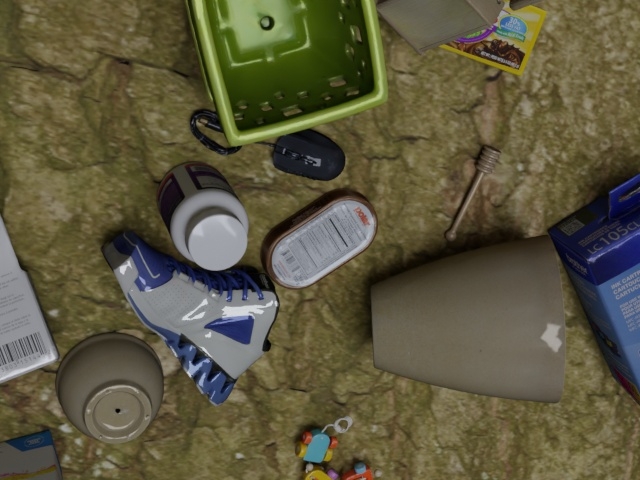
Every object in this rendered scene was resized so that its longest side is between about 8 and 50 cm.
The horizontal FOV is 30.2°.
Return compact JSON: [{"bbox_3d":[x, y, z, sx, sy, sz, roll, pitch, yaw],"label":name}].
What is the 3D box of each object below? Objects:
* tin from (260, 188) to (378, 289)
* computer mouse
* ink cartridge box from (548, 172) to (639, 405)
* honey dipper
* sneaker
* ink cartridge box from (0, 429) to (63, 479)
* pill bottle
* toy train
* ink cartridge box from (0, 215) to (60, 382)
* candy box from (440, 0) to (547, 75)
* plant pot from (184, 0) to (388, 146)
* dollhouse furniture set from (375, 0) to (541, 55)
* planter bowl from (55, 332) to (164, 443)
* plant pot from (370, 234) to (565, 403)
[{"bbox_3d":[0.000,0.000,1.784,0.190,0.040,0.106,-34,121,-2],"label":"tin"},{"bbox_3d":[-0.072,-0.136,1.704,0.242,0.041,0.071,13,107,-20],"label":"computer mouse"},{"bbox_3d":[0.549,0.045,1.909,0.270,0.151,0.395,-31,115,-4],"label":"ink cartridge box"},{"bbox_3d":[0.234,-0.070,1.832,0.030,0.030,0.160,16,108,-22],"label":"honey dipper"},{"bbox_3d":[-0.168,0.080,1.725,0.182,0.127,0.315,-37,123,-4],"label":"sneaker"},{"bbox_3d":[-0.434,0.374,1.688,0.134,0.231,0.078,-14,114,-12],"label":"ink cartridge box"},{"bbox_3d":[-0.159,-0.031,1.633,0.108,0.193,0.108,-6,112,-14],"label":"pill bottle"},{"bbox_3d":[0.023,0.353,1.926,0.125,0.046,0.166,-24,119,-8],"label":"toy train"},{"bbox_3d":[-0.545,0.098,1.640,0.296,0.066,0.261,-21,90,-9],"label":"ink cartridge box"},{"bbox_3d":[0.224,-0.320,1.730,0.206,0.027,0.105,15,102,-22],"label":"candy box"},{"bbox_3d":[-0.060,-0.278,1.559,0.227,0.207,0.228,-17,114,-11],"label":"plant pot"},{"bbox_3d":[0.203,-0.394,1.637,0.212,0.161,0.242,42,64,-23],"label":"dollhouse furniture set"},{"bbox_3d":[-0.303,0.230,1.740,0.162,0.109,0.162,-6,112,-15],"label":"planter bowl"},{"bbox_3d":[0.214,0.126,1.804,0.274,0.256,0.256,-3,113,2],"label":"plant pot"}]
